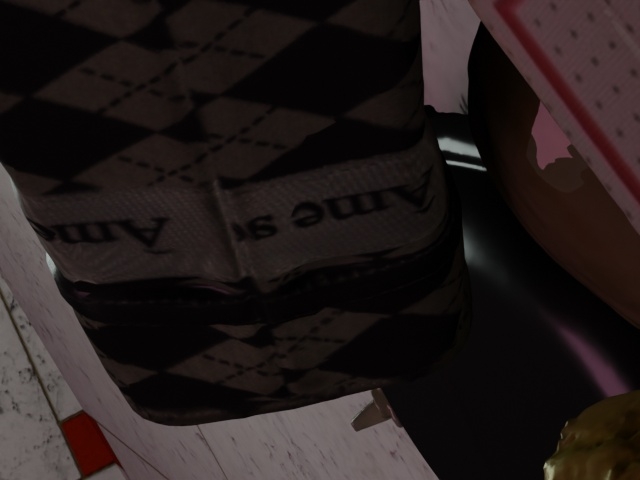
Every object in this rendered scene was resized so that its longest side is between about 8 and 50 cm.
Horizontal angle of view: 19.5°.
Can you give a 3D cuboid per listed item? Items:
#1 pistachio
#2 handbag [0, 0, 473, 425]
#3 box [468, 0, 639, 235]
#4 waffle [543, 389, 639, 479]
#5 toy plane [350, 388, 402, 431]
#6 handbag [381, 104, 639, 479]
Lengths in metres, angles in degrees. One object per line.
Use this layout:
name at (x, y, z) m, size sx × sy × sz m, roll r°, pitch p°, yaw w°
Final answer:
pistachio at (0.118, -0.033, 0.615) m, size 0.185 × 0.126 × 0.108 m, roll 59°, pitch -154°, yaw -18°
handbag at (-0.051, -0.173, 0.586) m, size 0.416 × 0.180 × 0.316 m, roll 76°, pitch -172°, yaw -56°
box at (0.173, -0.056, 0.327) m, size 0.210 × 0.095 × 0.330 m, roll 55°, pitch 152°, yaw 7°
waffle at (0.216, 0.126, 0.596) m, size 0.219 × 0.057 × 0.229 m, roll -21°, pitch 117°, yaw 48°
toy plane at (0.000, 0.000, 1.038) m, size 0.108 × 0.092 × 0.286 m, roll -108°, pitch -5°, yaw -63°
handbag at (0.111, 0.061, 0.810) m, size 0.253 × 0.093 × 0.308 m, roll 61°, pitch 163°, yaw -18°
